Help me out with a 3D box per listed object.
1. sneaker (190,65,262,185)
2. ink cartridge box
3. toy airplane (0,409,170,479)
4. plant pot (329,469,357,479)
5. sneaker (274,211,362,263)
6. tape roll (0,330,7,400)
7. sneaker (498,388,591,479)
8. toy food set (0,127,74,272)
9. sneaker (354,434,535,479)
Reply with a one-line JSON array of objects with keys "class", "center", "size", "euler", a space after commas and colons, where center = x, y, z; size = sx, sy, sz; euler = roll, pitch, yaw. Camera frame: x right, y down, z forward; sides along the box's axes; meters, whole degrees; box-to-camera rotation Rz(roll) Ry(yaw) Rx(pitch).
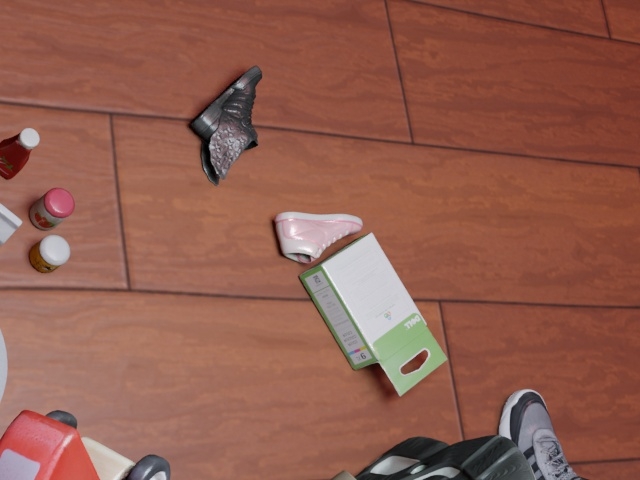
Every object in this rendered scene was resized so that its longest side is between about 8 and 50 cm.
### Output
[{"class": "sneaker", "center": [-0.115, -0.160, 1.868], "size": [0.089, 0.051, 0.170], "euler": [48, 56, -9]}, {"class": "ink cartridge box", "center": [0.073, 0.107, 1.879], "size": [0.109, 0.062, 0.209], "euler": [-32, 91, -39]}, {"class": "toy airplane", "center": [-0.287, 0.385, 1.306], "size": [0.384, 0.386, 0.272], "euler": [59, 36, -1]}, {"class": "plant pot", "center": [0.028, 0.442, 1.605], "size": [0.191, 0.284, 0.284], "euler": [-32, 91, -11]}, {"class": "sneaker", "center": [0.000, 0.000, 1.881], "size": [0.134, 0.051, 0.070], "euler": [3, 71, -31]}, {"class": "tape roll", "center": [-0.457, 0.139, 1.487], "size": [0.219, 0.072, 0.219], "euler": [14, 64, -31]}, {"class": "sneaker", "center": [0.340, 0.330, 1.915], "size": [0.101, 0.153, 0.268], "euler": [9, 66, -33]}, {"class": "toy food set", "center": [-0.372, -0.068, 1.610], "size": [0.232, 0.104, 0.111], "euler": [41, 53, -14]}, {"class": "sneaker", "center": [0.200, 0.379, 1.627], "size": [0.169, 0.447, 0.257], "euler": [-35, 95, -13]}]
